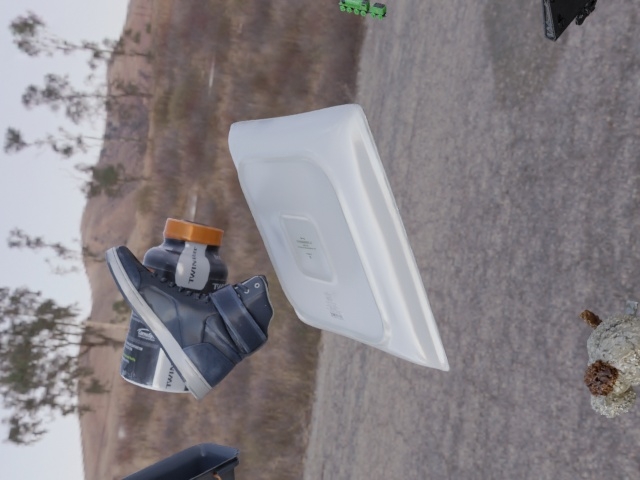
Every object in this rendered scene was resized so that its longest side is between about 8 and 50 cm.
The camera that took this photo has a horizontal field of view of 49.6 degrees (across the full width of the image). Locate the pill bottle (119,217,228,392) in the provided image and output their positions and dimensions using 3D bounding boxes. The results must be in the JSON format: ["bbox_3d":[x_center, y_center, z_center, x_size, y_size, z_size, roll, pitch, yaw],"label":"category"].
[{"bbox_3d":[-0.213,0.092,1.040,0.130,0.130,0.246,-170,92,-84],"label":"pill bottle"}]

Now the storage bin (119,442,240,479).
[{"bbox_3d":[-0.150,0.303,0.793,0.098,0.135,0.091,-5,96,40],"label":"storage bin"}]

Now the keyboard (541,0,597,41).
[{"bbox_3d":[0.369,-0.360,0.986,0.180,0.023,0.108,-48,-44,-17],"label":"keyboard"}]

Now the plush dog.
[{"bbox_3d":[0.627,0.221,1.416,0.262,0.211,0.225,-40,-14,7],"label":"plush dog"}]

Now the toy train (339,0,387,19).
[{"bbox_3d":[0.065,-0.359,1.063,0.017,0.083,0.024,-55,-27,-27],"label":"toy train"}]

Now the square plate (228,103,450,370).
[{"bbox_3d":[0.000,0.000,0.926,0.347,0.049,0.344,9,123,59],"label":"square plate"}]

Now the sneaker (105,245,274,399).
[{"bbox_3d":[-0.160,0.067,0.907,0.226,0.163,0.086,52,171,4],"label":"sneaker"}]
